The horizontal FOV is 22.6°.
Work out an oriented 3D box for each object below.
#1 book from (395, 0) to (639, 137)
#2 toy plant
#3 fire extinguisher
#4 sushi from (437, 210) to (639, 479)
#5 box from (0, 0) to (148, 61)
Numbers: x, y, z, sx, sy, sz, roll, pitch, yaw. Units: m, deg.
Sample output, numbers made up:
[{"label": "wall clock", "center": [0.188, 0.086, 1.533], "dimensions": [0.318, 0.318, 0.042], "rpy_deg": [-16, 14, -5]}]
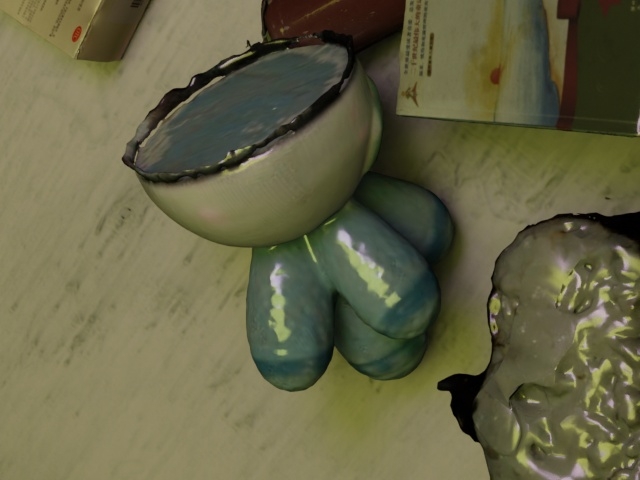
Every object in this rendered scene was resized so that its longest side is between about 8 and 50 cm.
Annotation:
[{"label": "book", "center": [0.172, -0.191, 1.312], "dimensions": [0.289, 0.026, 0.201], "rpy_deg": [9, 95, 51]}, {"label": "toy plant", "center": [0.000, 0.000, 1.457], "dimensions": [0.247, 0.247, 0.332], "rpy_deg": [-18, 118, 25]}, {"label": "fire extinguisher", "center": [0.030, -0.224, 1.505], "dimensions": [0.269, 0.105, 0.105], "rpy_deg": [-25, 84, 24]}, {"label": "sushi", "center": [0.242, 0.145, 1.391], "dimensions": [0.234, 0.207, 0.349], "rpy_deg": [-2, 88, 36]}, {"label": "box", "center": [-0.241, -0.312, 1.626], "dimensions": [0.168, 0.095, 0.212], "rpy_deg": [35, 108, 20]}]
